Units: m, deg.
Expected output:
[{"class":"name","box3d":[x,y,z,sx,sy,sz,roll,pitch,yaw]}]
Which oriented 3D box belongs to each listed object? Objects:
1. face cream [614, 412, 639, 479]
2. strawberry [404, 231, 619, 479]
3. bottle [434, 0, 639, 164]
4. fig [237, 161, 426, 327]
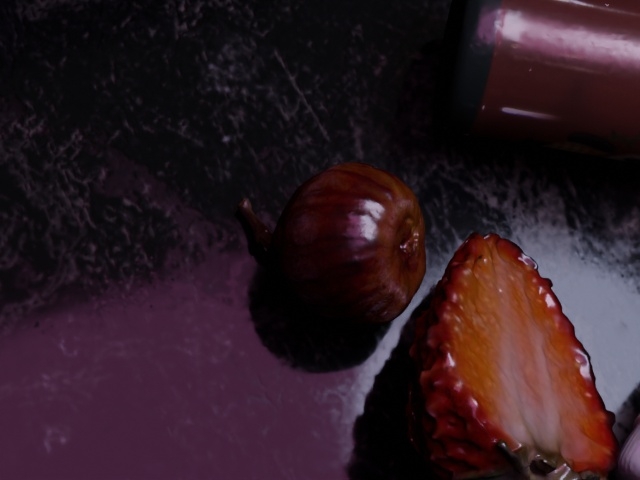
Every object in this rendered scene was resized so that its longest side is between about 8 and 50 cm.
[{"class":"face cream","box3d":[0.346,0.082,1.464,0.102,0.102,0.345,42,67,6]},{"class":"strawberry","box3d":[0.121,0.110,1.409,0.190,0.111,0.236,28,39,-30]},{"class":"bottle","box3d":[0.266,-0.128,1.487,0.336,0.144,0.144,10,68,-2]},{"class":"fig","box3d":[0.011,-0.002,1.414,0.150,0.128,0.128,22,67,-4]}]
